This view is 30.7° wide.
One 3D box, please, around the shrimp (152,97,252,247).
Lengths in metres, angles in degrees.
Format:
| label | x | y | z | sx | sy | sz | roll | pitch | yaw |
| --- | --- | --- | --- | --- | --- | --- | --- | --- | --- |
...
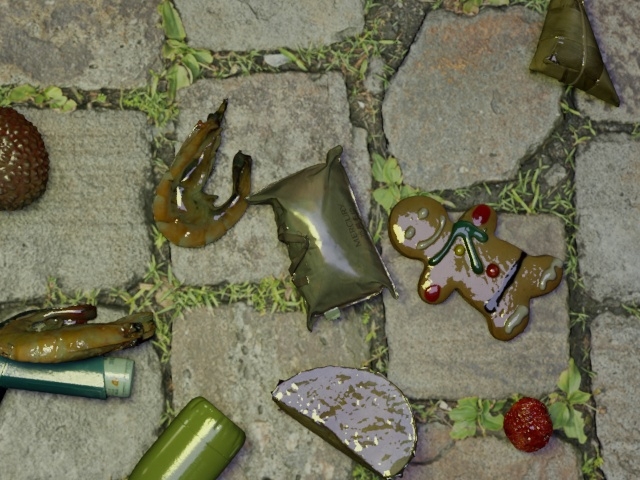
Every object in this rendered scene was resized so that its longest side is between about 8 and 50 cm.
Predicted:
| label | x | y | z | sx | sy | sz | roll | pitch | yaw |
| --- | --- | --- | --- | --- | --- | --- | --- | --- | --- |
| shrimp | -0.174 | -0.104 | 1.911 | 0.145 | 0.059 | 0.254 | 32 | 80 | -3 |

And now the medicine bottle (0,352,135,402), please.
| label | x | y | z | sx | sy | sz | roll | pitch | yaw |
| --- | --- | --- | --- | --- | --- | --- | --- | --- | --- |
| medicine bottle | -0.424 | 0.218 | 1.824 | 0.258 | 0.079 | 0.124 | 5 | 74 | -6 |

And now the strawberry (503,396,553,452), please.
| label | x | y | z | sx | sy | sz | roll | pitch | yaw |
| --- | --- | --- | --- | --- | --- | --- | --- | --- | --- |
| strawberry | 0.337 | 0.294 | 1.889 | 0.083 | 0.083 | 0.096 | -29 | 122 | -9 |

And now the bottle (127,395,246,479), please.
| label | x | y | z | sx | sy | sz | roll | pitch | yaw |
| --- | --- | --- | --- | --- | --- | --- | --- | --- | --- |
| bottle | -0.234 | 0.370 | 1.805 | 0.112 | 0.112 | 0.260 | 40 | 79 | 1 |

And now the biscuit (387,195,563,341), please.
| label | x | y | z | sx | sy | sz | roll | pitch | yaw |
| --- | --- | --- | --- | --- | --- | --- | --- | --- | --- |
| biscuit | 0.245 | 0.031 | 1.941 | 0.301 | 0.049 | 0.197 | 35 | 78 | 1 |

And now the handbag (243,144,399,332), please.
| label | x | y | z | sx | sy | sz | roll | pitch | yaw |
| --- | --- | --- | --- | --- | --- | --- | --- | --- | --- |
| handbag | 0.000 | 0.000 | 1.888 | 0.183 | 0.117 | 0.270 | -22 | 85 | 0 |

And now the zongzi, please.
| label | x | y | z | sx | sy | sz | roll | pitch | yaw |
| --- | --- | --- | --- | --- | --- | --- | --- | --- | --- |
| zongzi | 0.459 | -0.334 | 2.006 | 0.176 | 0.078 | 0.160 | 20 | 80 | -13 |

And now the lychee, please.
| label | x | y | z | sx | sy | sz | roll | pitch | yaw |
| --- | --- | --- | --- | --- | --- | --- | --- | --- | --- |
| lychee | -0.512 | -0.132 | 1.823 | 0.197 | 0.165 | 0.165 | 35 | 76 | -42 |

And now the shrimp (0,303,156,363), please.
| label | x | y | z | sx | sy | sz | roll | pitch | yaw |
| --- | --- | --- | --- | --- | --- | --- | --- | --- | --- |
| shrimp | -0.389 | 0.139 | 1.817 | 0.253 | 0.173 | 0.058 | -10 | 113 | -31 |

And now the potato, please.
| label | x | y | z | sx | sy | sz | roll | pitch | yaw |
| --- | --- | --- | --- | --- | --- | --- | --- | --- | --- |
| potato | 0.052 | 0.270 | 1.859 | 0.243 | 0.098 | 0.138 | 35 | 76 | 6 |
